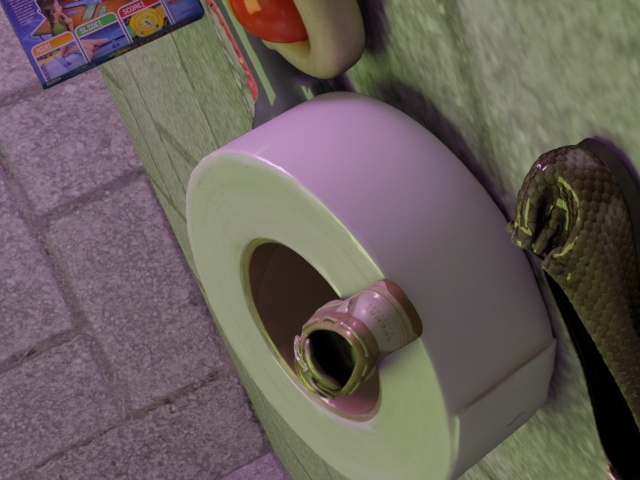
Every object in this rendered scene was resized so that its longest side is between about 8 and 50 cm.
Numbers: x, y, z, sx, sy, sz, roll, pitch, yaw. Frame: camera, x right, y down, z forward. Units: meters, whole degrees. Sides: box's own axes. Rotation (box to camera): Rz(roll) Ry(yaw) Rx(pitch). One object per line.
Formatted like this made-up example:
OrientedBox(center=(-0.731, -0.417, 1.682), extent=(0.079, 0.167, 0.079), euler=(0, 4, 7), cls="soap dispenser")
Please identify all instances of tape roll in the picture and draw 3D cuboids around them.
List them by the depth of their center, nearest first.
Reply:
OrientedBox(center=(0.027, 0.042, 0.809), extent=(0.286, 0.100, 0.286), euler=(39, 147, 32), cls="tape roll")

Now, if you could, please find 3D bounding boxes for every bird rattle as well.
OrientedBox(center=(-0.030, -0.202, 0.765), extent=(0.253, 0.143, 0.207), euler=(22, 151, 55), cls="bird rattle")

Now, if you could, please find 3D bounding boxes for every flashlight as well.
OrientedBox(center=(-0.069, -0.184, 0.928), extent=(0.304, 0.103, 0.103), euler=(64, -166, -7), cls="flashlight")

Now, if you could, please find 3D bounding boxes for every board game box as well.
OrientedBox(center=(-0.252, -0.274, 1.291), extent=(0.136, 0.201, 0.035), euler=(64, 169, 0), cls="board game box")

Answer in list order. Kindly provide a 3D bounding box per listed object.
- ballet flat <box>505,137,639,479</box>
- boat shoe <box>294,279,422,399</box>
OrientedBox(center=(0.148, 0.064, 0.594), extent=(0.084, 0.058, 0.250), euler=(46, 160, 60), cls="ballet flat")
OrientedBox(center=(0.010, 0.068, 0.701), extent=(0.056, 0.048, 0.153), euler=(57, 153, 2), cls="boat shoe")
